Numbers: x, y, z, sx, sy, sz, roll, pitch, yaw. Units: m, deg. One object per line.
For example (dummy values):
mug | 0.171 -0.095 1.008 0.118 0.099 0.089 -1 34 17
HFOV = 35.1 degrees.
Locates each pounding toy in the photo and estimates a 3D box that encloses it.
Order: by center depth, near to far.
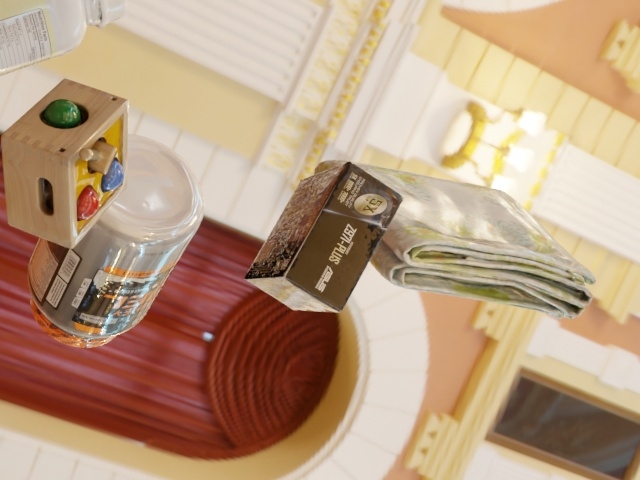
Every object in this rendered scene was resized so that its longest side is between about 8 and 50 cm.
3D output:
pounding toy | -0.229 -0.075 0.950 0.130 0.100 0.141 -60 166 -47

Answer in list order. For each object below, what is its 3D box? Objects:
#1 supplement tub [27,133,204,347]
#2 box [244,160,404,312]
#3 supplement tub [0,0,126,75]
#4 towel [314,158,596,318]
supplement tub | -0.306 0.012 1.460 0.316 0.193 0.194 -53 -156 45
box | 0.000 0.000 1.151 0.147 0.077 0.180 -61 -166 -12
supplement tub | -0.412 -0.300 1.159 0.235 0.324 0.235 56 -20 32
towel | 0.188 -0.017 1.481 0.374 0.320 0.090 -126 -128 -61
